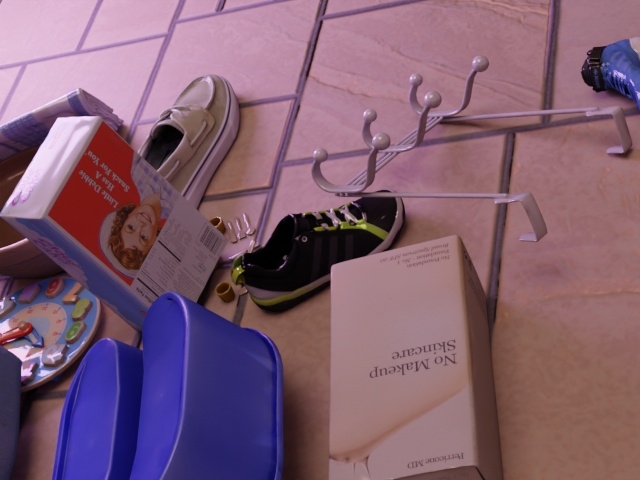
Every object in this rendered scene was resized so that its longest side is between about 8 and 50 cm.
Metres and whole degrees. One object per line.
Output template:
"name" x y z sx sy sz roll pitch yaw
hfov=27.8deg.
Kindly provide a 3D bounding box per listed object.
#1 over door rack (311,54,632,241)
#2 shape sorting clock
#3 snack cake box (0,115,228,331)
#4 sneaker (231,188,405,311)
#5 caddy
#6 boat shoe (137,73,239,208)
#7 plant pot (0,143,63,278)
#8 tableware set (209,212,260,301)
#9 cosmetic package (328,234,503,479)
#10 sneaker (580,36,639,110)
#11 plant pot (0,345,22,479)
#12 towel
"over door rack" 0.179 -0.127 1.567 0.324 0.108 0.239 14 40 37
"shape sorting clock" -0.388 0.123 1.722 0.206 0.040 0.206 -15 44 15
"snack cake box" -0.249 -0.014 1.598 0.089 0.264 0.152 3 57 42
"sneaker" 0.000 0.000 1.591 0.235 0.097 0.084 -35 43 -7
"caddy" -0.151 0.225 1.399 0.241 0.179 0.341 -34 37 29
"boat shoe" -0.194 -0.141 1.836 0.109 0.094 0.302 -6 47 24
"plant pot" -0.396 -0.025 1.812 0.237 0.109 0.237 -16 38 13
"tableware set" -0.129 0.021 1.695 0.104 0.024 0.154 -26 42 4
"cosmetic package" 0.099 0.154 1.378 0.160 0.113 0.309 -15 43 15
"sneaker" 0.371 -0.198 1.612 0.085 0.058 0.152 -10 41 12
"plant pot" -0.507 0.246 1.506 0.248 0.247 0.252 -30 49 14
"towel" -0.444 -0.138 1.916 0.285 0.209 0.034 -26 83 3
